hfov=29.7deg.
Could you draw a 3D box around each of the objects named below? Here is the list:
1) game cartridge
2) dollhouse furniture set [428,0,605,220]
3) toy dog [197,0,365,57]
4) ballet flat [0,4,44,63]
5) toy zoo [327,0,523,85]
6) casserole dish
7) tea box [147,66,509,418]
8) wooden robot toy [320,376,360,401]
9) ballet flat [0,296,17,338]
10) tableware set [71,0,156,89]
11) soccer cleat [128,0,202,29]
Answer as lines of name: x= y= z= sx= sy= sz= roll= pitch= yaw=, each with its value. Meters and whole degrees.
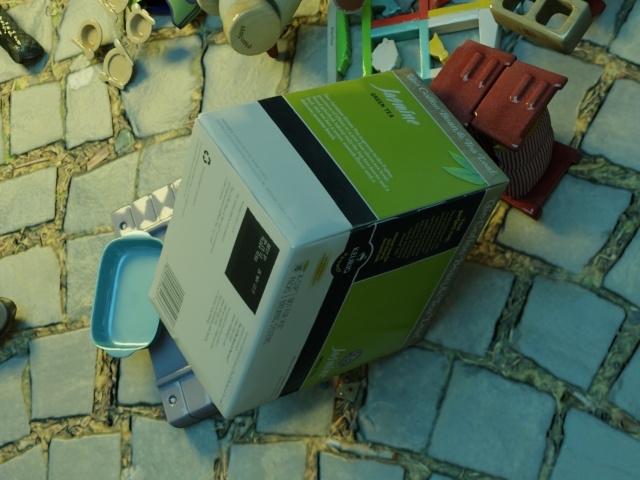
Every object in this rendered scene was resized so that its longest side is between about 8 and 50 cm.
game cartridge: x=-0.162 y=0.065 z=1.746 sx=0.230 sy=0.068 sz=0.355 roll=-28 pitch=64 yaw=16
dollhouse furniture set: x=0.309 y=-0.246 z=1.590 sx=0.152 sy=0.201 sz=0.374 roll=30 pitch=79 yaw=28
toy dog: x=-0.020 y=-0.381 z=1.782 sx=0.333 sy=0.161 sz=0.220 roll=-19 pitch=55 yaw=20
ballet flat: x=-0.530 y=-0.358 z=2.055 sx=0.049 sy=0.057 sz=0.173 roll=-22 pitch=58 yaw=-32
toy zoo: x=0.151 y=-0.316 z=1.764 sx=0.293 sy=0.030 sz=0.192 roll=-8 pitch=69 yaw=20
casserole dish: x=-0.268 y=0.079 z=1.733 sx=0.114 sy=0.037 sz=0.188 roll=-1 pitch=73 yaw=22
tea box: x=0.000 y=0.000 z=1.482 sx=0.323 sy=0.329 sz=0.220 roll=-16 pitch=56 yaw=-33
wooden robot toy: x=0.018 y=0.130 z=1.637 sx=0.076 sy=0.079 sz=0.173 roll=-12 pitch=68 yaw=18
ballet flat: x=-0.568 y=0.170 z=1.882 sx=0.250 sy=0.058 sz=0.084 roll=-39 pitch=84 yaw=12
tableware set: x=-0.331 y=-0.337 z=1.937 sx=0.141 sy=0.020 sz=0.169 roll=45 pitch=116 yaw=22
soccer cleat: x=-0.303 y=-0.433 z=1.957 sx=0.289 sy=0.093 sz=0.121 roll=30 pitch=92 yaw=28
